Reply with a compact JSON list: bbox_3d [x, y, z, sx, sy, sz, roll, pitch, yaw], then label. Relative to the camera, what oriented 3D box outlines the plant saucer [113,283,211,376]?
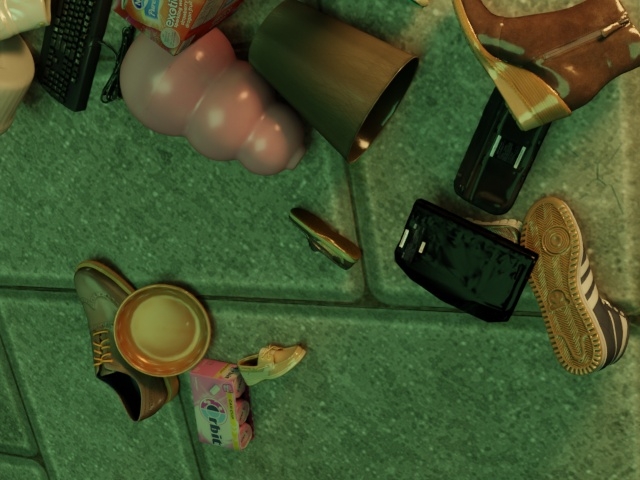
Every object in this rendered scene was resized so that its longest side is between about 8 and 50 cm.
[{"bbox_3d":[-0.325,0.182,1.809,0.199,0.037,0.200,0,102,-2],"label":"plant saucer"}]

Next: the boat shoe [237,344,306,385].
[{"bbox_3d":[-0.103,0.241,1.751,0.170,0.063,0.059,-28,105,35],"label":"boat shoe"}]

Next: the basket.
[{"bbox_3d":[0.010,-0.268,1.397,0.226,0.154,0.204,37,123,11],"label":"basket"}]

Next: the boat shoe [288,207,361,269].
[{"bbox_3d":[0.000,0.000,1.585,0.152,0.056,0.049,37,120,6],"label":"boat shoe"}]

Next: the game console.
[{"bbox_3d":[0.264,-0.063,1.367,0.213,0.044,0.362,28,108,21],"label":"game console"}]

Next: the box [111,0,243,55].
[{"bbox_3d":[-0.193,-0.406,1.358,0.122,0.257,0.128,37,125,-4],"label":"box"}]

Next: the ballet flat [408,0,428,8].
[{"bbox_3d":[0.102,-0.417,1.331,0.168,0.057,0.052,36,115,7],"label":"ballet flat"}]

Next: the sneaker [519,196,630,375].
[{"bbox_3d":[0.409,0.073,1.400,0.099,0.153,0.282,-21,73,36],"label":"sneaker"}]

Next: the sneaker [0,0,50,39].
[{"bbox_3d":[-0.583,-0.504,1.618,0.169,0.108,0.293,-16,77,-8],"label":"sneaker"}]

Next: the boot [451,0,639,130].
[{"bbox_3d":[0.327,-0.303,1.268,0.206,0.090,0.249,-32,80,17],"label":"boot"}]

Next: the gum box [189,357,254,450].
[{"bbox_3d":[-0.207,0.353,1.858,0.107,0.062,0.189,8,117,24],"label":"gum box"}]

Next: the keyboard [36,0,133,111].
[{"bbox_3d":[-0.433,-0.379,1.637,0.201,0.033,0.317,31,125,10],"label":"keyboard"}]

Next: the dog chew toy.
[{"bbox_3d":[-0.170,-0.230,1.480,0.331,0.207,0.207,35,125,-1],"label":"dog chew toy"}]

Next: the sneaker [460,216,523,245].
[{"bbox_3d":[0.253,0.000,1.443,0.166,0.076,0.065,-6,110,29],"label":"sneaker"}]

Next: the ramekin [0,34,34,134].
[{"bbox_3d":[-0.677,-0.334,1.643,0.277,0.277,0.135,46,117,0],"label":"ramekin"}]

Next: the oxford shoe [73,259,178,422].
[{"bbox_3d":[-0.430,0.214,1.861,0.130,0.133,0.364,-21,103,34],"label":"oxford shoe"}]
